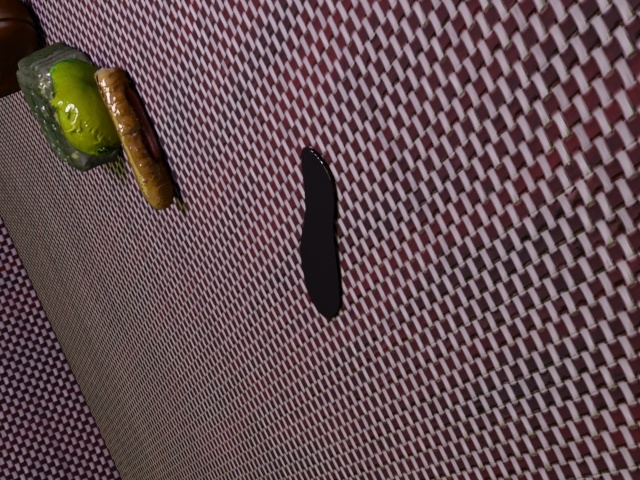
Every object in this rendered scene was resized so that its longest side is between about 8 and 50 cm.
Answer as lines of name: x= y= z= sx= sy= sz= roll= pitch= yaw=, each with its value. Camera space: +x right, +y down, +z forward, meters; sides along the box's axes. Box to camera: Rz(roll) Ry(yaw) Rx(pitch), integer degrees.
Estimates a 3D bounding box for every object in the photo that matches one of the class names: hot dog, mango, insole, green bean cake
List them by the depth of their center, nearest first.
insole: x=0.000 y=0.000 z=1.428 sx=0.086 sy=0.005 sz=0.253 roll=51 pitch=156 yaw=34
hot dog: x=-0.255 y=-0.145 z=1.864 sx=0.215 sy=0.047 sz=0.066 roll=67 pitch=-163 yaw=0
mango: x=-0.338 y=-0.199 z=1.940 sx=0.119 sy=0.100 sz=0.178 roll=76 pitch=168 yaw=-51
green bean cake: x=-0.398 y=-0.208 z=2.112 sx=0.183 sy=0.094 sz=0.185 roll=27 pitch=142 yaw=60

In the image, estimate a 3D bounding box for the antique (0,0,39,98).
antique: x=-0.584 y=-0.330 z=2.268 sx=0.129 sy=0.224 sz=0.278 roll=64 pitch=-165 yaw=15
